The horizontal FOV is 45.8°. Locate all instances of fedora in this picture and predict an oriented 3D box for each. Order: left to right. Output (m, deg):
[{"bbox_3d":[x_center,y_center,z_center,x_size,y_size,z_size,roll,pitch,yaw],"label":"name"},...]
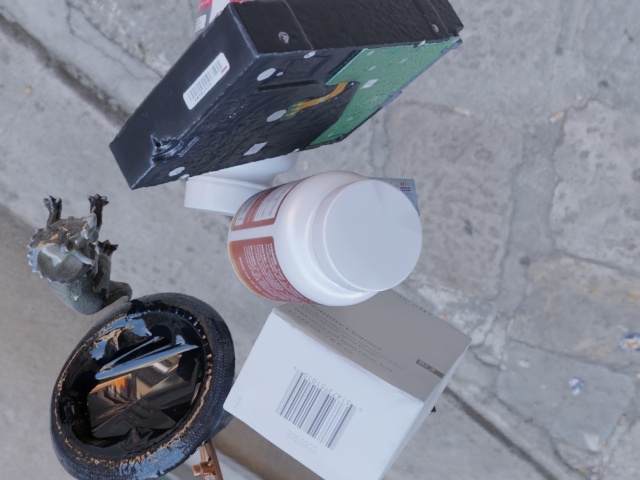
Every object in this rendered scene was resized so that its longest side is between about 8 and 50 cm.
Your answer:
[{"bbox_3d":[-0.247,0.241,1.167,0.334,0.334,0.152,-1,151,29],"label":"fedora"}]

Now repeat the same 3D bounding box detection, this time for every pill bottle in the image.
[{"bbox_3d":[-0.108,-0.194,1.087,0.176,0.318,0.176,9,179,0],"label":"pill bottle"},{"bbox_3d":[0.000,0.000,0.705,0.121,0.121,0.216,39,164,-18],"label":"pill bottle"}]

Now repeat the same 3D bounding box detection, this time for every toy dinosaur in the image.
[{"bbox_3d":[-0.352,0.036,1.099,0.121,0.160,0.313,5,145,-3],"label":"toy dinosaur"}]

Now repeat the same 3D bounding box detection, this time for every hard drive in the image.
[{"bbox_3d":[-0.024,-0.161,0.793,0.237,0.339,0.064,-34,80,43],"label":"hard drive"}]

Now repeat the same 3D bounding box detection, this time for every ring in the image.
[{"bbox_3d":[-0.179,0.453,1.271,0.032,0.336,0.336,-12,144,-15],"label":"ring"}]

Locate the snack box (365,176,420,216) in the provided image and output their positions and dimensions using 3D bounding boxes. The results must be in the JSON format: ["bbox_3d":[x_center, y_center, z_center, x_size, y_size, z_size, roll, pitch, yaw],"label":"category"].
[{"bbox_3d":[0.025,-0.052,1.191,0.207,0.174,0.070,-10,87,31],"label":"snack box"}]

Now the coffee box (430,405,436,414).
[{"bbox_3d":[0.094,0.293,1.506,0.247,0.141,0.098,8,148,-34],"label":"coffee box"}]

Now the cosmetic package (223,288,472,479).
[{"bbox_3d":[0.059,0.178,1.051,0.217,0.385,0.156,31,105,13],"label":"cosmetic package"}]
